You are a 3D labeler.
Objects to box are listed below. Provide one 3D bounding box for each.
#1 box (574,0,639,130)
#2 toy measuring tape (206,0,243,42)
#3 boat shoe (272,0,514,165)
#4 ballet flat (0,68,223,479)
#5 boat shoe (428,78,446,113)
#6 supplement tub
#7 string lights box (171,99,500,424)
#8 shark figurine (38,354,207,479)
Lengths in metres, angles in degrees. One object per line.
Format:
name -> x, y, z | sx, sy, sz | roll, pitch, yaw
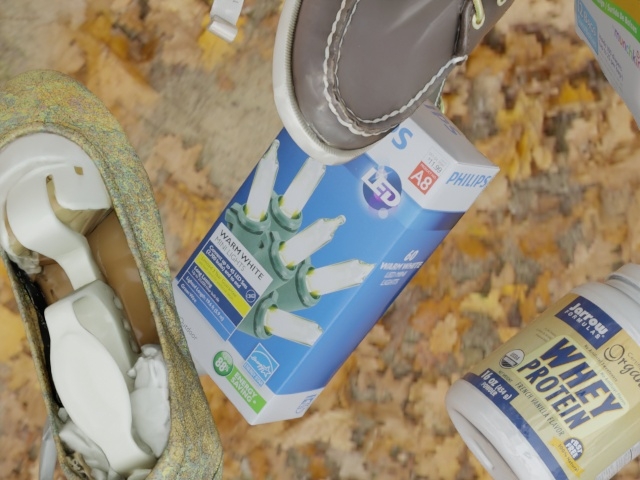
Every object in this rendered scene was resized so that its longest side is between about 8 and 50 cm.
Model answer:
box -> 0.237, -0.135, 0.668 | 0.203, 0.114, 0.103 | -10, 128, -6
toy measuring tape -> -0.061, -0.408, 1.738 | 0.121, 0.330, 0.121 | 15, 157, 6
boat shoe -> 0.079, -0.180, 0.877 | 0.097, 0.324, 0.116 | -12, 126, 47
ballet flat -> -0.161, 0.027, 0.928 | 0.123, 0.123, 0.348 | -25, 76, 16
boat shoe -> 0.107, -0.171, 1.832 | 0.091, 0.109, 0.305 | -11, 147, -31
supplement tub -> 0.351, 0.198, 1.839 | 0.316, 0.228, 0.228 | -37, 105, -9
string lights box -> 0.000, 0.000, 1.042 | 0.133, 0.077, 0.259 | 46, 113, 24
shark figurine -> -0.218, 0.149, 1.337 | 0.278, 0.116, 0.166 | -44, 74, -3
